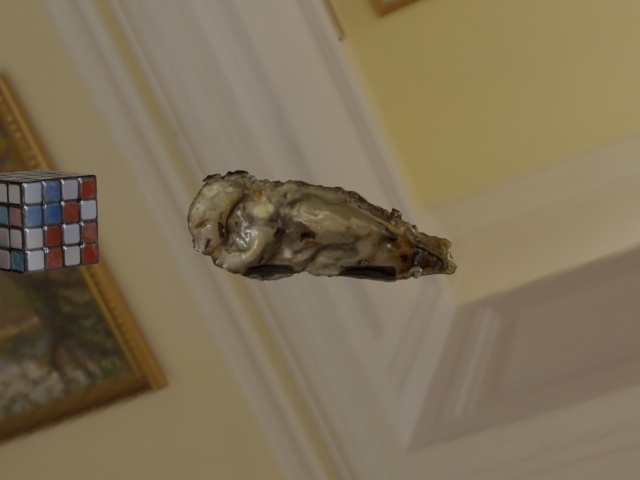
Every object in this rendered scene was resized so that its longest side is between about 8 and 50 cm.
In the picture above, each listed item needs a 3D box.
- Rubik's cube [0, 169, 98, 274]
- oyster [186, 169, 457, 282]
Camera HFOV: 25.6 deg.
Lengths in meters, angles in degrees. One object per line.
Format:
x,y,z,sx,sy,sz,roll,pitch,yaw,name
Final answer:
-0.285,-0.020,1.403,0.092,0.092,0.092,7,-169,43,Rubik's cube
0.000,-0.003,1.699,0.345,0.128,0.078,10,177,15,oyster
